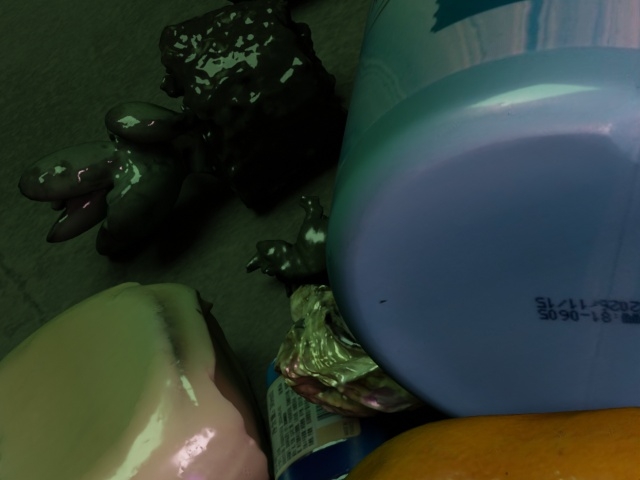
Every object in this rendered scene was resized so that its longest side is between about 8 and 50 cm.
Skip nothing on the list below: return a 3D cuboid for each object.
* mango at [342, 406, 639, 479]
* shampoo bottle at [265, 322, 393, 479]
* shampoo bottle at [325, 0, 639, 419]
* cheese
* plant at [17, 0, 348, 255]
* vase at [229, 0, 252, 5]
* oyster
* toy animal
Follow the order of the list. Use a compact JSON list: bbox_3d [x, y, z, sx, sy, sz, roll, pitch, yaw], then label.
[{"bbox_3d":[0.116,0.182,1.107,0.255,0.139,0.175,-9,66,27],"label":"mango"},{"bbox_3d":[0.005,0.120,1.354,0.087,0.050,0.183,-26,37,14],"label":"shampoo bottle"},{"bbox_3d":[0.186,-0.088,1.176,0.331,0.331,0.342,-16,43,31],"label":"shampoo bottle"},{"bbox_3d":[-0.151,0.151,1.400,0.233,0.127,0.266,-33,34,10],"label":"cheese"},{"bbox_3d":[-0.117,-0.088,1.612,0.275,0.146,0.149,-31,39,13],"label":"plant"},{"bbox_3d":[0.016,-0.282,1.748,0.237,0.115,0.115,-14,42,27],"label":"vase"},{"bbox_3d":[0.044,0.077,1.310,0.191,0.163,0.081,48,127,56],"label":"oyster"},{"bbox_3d":[0.000,0.000,1.496,0.136,0.047,0.065,-19,48,18],"label":"toy animal"}]
